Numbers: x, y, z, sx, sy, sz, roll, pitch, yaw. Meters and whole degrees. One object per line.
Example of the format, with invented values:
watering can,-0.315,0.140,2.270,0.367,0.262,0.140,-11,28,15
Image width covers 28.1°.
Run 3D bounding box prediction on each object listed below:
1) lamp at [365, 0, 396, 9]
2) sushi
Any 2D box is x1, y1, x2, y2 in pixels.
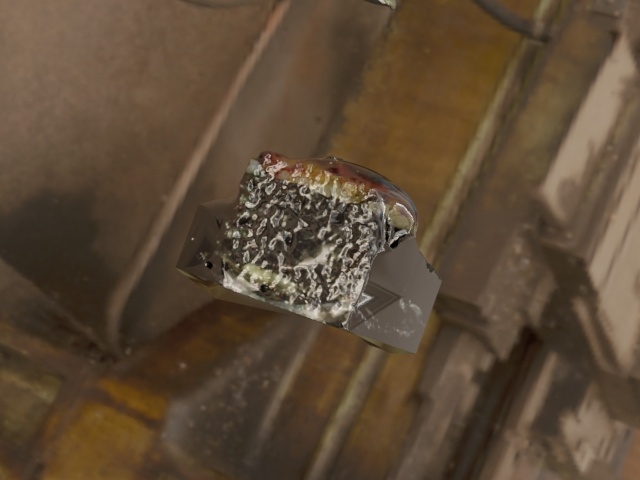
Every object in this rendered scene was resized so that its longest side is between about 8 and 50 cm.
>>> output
lamp,-0.002,-0.340,1.147,0.203,0.124,0.283,36,55,-23
sushi,0.001,0.000,1.540,0.215,0.227,0.212,22,86,-51
